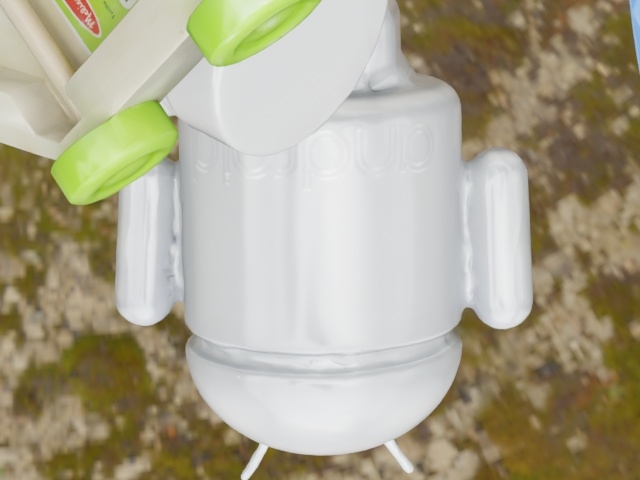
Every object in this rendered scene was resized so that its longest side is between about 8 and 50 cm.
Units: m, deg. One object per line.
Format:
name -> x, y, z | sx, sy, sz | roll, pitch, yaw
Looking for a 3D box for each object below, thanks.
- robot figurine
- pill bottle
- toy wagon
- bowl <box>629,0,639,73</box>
robot figurine -> 0.000, 0.000, 1.403 | 0.300, 0.200, 0.353 | 0, 102, 9
pill bottle -> -0.113, -0.167, 1.093 | 0.161, 0.283, 0.161 | -37, 145, -33
toy wagon -> -0.141, -0.148, 0.836 | 0.267, 0.068, 0.344 | 56, 137, 6
bowl -> 0.303, -0.238, 1.464 | 0.077, 0.391, 0.391 | -1, 119, 21
